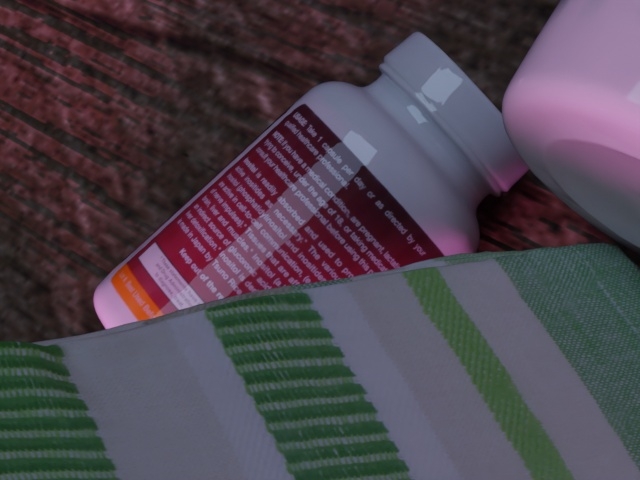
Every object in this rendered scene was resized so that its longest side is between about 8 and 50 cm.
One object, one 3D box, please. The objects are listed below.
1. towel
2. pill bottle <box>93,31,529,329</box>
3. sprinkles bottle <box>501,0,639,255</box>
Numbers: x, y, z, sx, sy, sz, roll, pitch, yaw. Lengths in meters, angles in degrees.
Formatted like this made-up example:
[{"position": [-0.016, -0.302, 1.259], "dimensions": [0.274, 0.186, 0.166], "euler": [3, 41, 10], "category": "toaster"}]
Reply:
[{"position": [-0.005, 0.108, 0.524], "dimensions": [0.324, 0.038, 0.248], "euler": [-10, 46, -22], "category": "towel"}, {"position": [0.000, 0.000, 0.676], "dimensions": [0.152, 0.086, 0.086], "euler": [-43, 49, 1], "category": "pill bottle"}, {"position": [0.198, -0.154, 0.633], "dimensions": [0.121, 0.121, 0.355], "euler": [23, 74, 39], "category": "sprinkles bottle"}]
